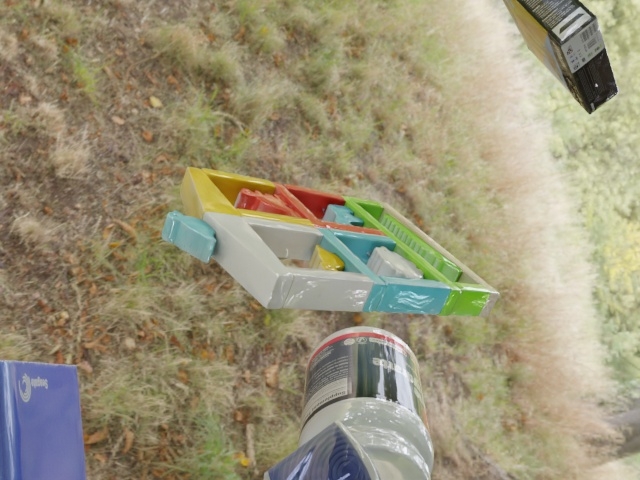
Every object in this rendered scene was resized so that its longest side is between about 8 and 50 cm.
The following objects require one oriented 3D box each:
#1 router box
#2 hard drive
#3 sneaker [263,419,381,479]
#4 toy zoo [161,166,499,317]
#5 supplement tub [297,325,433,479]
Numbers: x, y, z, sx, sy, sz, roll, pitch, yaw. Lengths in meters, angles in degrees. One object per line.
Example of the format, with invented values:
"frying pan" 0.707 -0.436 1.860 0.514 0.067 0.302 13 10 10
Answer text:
"router box" 0.267 -0.233 0.692 0.179 0.046 0.133 23 34 -55
"hard drive" -0.239 0.267 0.522 0.040 0.210 0.319 -8 78 -8
"sneaker" 0.059 0.358 0.608 0.127 0.316 0.182 -30 145 -8
"toy zoo" 0.000 0.000 0.547 0.293 0.192 0.030 8 115 -36
"supplement tub" 0.064 0.272 0.907 0.191 0.191 0.272 54 16 -19
